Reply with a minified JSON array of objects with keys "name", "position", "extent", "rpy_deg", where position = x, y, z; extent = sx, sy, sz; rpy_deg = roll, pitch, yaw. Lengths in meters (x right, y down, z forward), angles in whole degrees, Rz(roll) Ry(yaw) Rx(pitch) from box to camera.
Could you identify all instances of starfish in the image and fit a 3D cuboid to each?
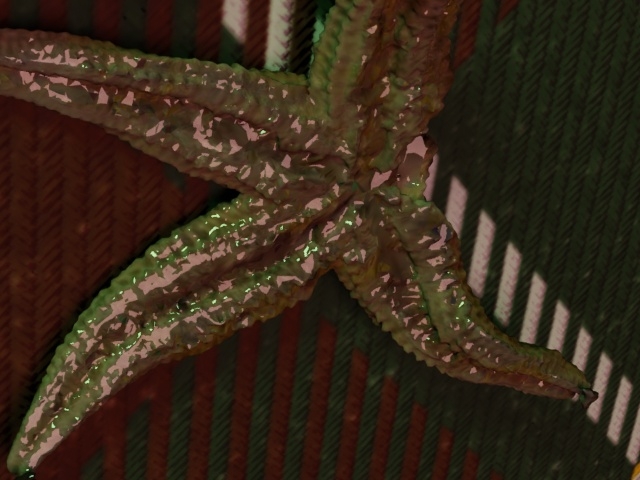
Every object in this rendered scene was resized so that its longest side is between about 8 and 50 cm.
[{"name":"starfish","position":[-0.004,-0.010,0.734],"extent":[0.383,0.132,0.398],"rpy_deg":[-15,138,-17]}]
